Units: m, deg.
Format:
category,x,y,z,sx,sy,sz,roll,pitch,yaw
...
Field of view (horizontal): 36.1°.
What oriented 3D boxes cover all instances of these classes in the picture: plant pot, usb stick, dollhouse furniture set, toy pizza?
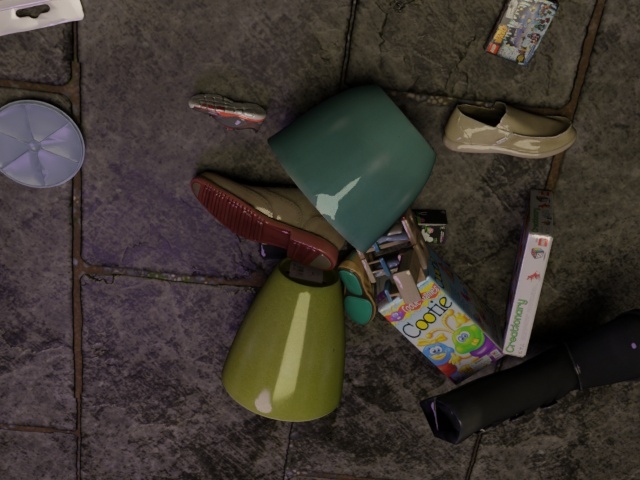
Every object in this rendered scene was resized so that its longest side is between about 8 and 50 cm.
category,x,y,z,sx,sy,sz,roll,pitch,yaw
plant pot,-0.056,0.192,2.128,0.275,0.274,0.293,10,117,-6
plant pot,0.081,-0.160,1.903,0.235,0.293,0.293,-40,115,7
usb stick,0.000,0.000,2.132,0.278,0.045,0.077,-5,115,3
dollhouse furniture set,0.135,0.036,2.008,0.129,0.183,0.129,-16,115,21
toy pizza,-0.584,-0.200,2.015,0.201,0.032,0.201,-1,123,-1

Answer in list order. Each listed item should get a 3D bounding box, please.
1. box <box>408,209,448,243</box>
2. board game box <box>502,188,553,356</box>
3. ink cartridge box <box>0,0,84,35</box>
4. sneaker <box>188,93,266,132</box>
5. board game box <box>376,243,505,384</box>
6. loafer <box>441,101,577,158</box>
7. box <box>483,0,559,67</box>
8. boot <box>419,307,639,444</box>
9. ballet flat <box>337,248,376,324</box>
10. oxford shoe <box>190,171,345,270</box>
category,x,y,z,sx,sy,sz,roll,pitch,yaw
box,0.228,-0.030,2.101,0.083,0.062,0.052,2,122,1
board game box,0.441,0.069,2.084,0.053,0.193,0.305,9,122,7
ink cartridge box,-0.579,-0.528,1.759,0.207,0.119,0.353,-10,121,6
sneaker,-0.191,-0.247,1.971,0.158,0.061,0.065,13,127,-7
board game box,0.265,0.163,2.175,0.142,0.144,0.275,-36,115,21
loafer,0.379,-0.226,1.957,0.269,0.102,0.092,-1,128,1
box,0.385,-0.411,1.885,0.094,0.027,0.137,18,121,-9
boot,0.465,0.296,2.091,0.445,0.146,0.367,-14,162,-14
ballet flat,0.091,0.103,2.171,0.080,0.073,0.232,18,150,19
oxford shoe,-0.104,-0.065,2.068,0.348,0.130,0.123,29,153,-2
